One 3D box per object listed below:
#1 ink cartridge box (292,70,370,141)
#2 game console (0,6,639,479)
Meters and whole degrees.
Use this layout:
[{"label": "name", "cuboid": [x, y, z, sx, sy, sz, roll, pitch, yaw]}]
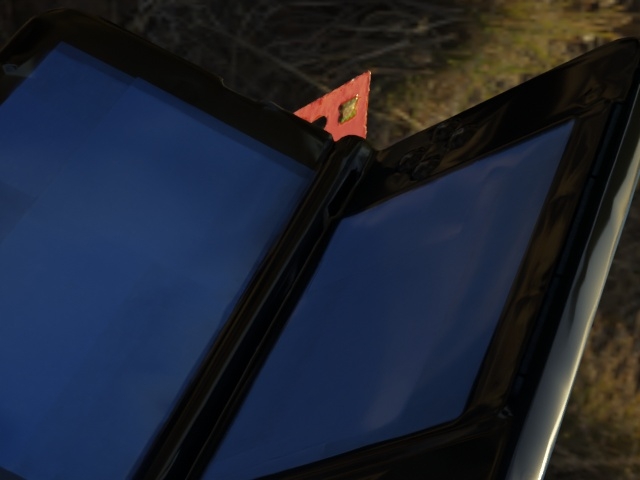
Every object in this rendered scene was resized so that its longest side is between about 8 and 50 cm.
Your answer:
[{"label": "ink cartridge box", "cuboid": [0.000, 0.000, 0.908, 0.145, 0.045, 0.179, -33, 139, -41]}, {"label": "game console", "cuboid": [-0.039, -0.006, 0.530, 0.173, 0.250, 0.293, 49, 41, -20]}]
